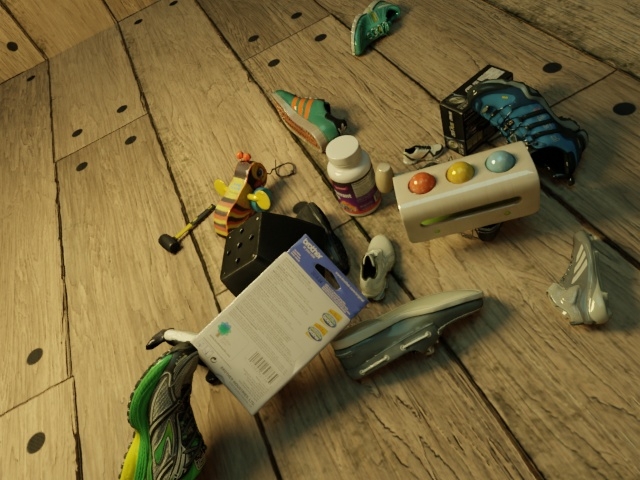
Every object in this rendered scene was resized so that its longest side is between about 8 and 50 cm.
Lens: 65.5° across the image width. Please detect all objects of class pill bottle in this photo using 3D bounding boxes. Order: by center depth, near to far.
[{"bbox_3d":[0.078,-0.158,1.215,0.108,0.193,0.108,-11,49,13],"label":"pill bottle"}]

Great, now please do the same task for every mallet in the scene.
[{"bbox_3d":[-0.379,-0.043,1.415,0.062,0.039,0.190,23,60,30],"label":"mallet"}]

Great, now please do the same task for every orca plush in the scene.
[{"bbox_3d":[-0.257,0.260,1.078,0.287,0.151,0.102,4,86,18],"label":"orca plush"}]

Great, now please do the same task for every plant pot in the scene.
[{"bbox_3d":[-0.112,0.046,1.098,0.188,0.167,0.187,-30,44,34],"label":"plant pot"}]

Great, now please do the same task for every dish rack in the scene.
[{"bbox_3d":[0.320,-0.113,1.165,0.271,0.074,0.208,21,62,34],"label":"dish rack"}]

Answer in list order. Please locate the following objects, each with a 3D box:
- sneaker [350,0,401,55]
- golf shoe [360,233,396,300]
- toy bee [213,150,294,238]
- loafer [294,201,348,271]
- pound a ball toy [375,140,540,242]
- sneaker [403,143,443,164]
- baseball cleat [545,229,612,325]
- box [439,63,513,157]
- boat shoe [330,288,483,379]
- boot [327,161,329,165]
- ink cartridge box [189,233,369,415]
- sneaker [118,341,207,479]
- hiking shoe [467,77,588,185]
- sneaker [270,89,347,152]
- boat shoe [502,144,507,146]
[{"bbox_3d":[0.184,-0.736,1.706,0.110,0.107,0.275,22,63,23],"label":"sneaker"},{"bbox_3d":[0.125,0.044,1.108,0.069,0.086,0.176,-5,50,20],"label":"golf shoe"},{"bbox_3d":[-0.209,-0.154,1.351,0.195,0.162,0.298,-3,52,22],"label":"toy bee"},{"bbox_3d":[0.000,0.000,1.207,0.078,0.076,0.223,-38,49,11],"label":"loafer"},{"bbox_3d":[0.273,-0.133,1.065,0.319,0.136,0.208,-14,49,13],"label":"pound a ball toy"},{"bbox_3d":[0.268,-0.232,1.302,0.109,0.044,0.040,-17,47,6],"label":"sneaker"},{"bbox_3d":[0.487,0.066,0.957,0.109,0.072,0.206,-10,46,22],"label":"baseball cleat"},{"bbox_3d":[0.397,-0.327,1.257,0.180,0.147,0.077,-39,49,-11],"label":"box"},{"bbox_3d":[0.181,0.182,0.990,0.319,0.116,0.099,-20,91,-3],"label":"boat shoe"},{"bbox_3d":[0.072,-0.227,1.382,0.087,0.042,0.118,9,58,20],"label":"boot"},{"bbox_3d":[-0.077,0.158,0.957,0.311,0.065,0.186,-44,83,3],"label":"ink cartridge box"},{"bbox_3d":[-0.266,0.351,0.924,0.146,0.134,0.344,14,102,17],"label":"sneaker"},{"bbox_3d":[0.461,-0.252,1.111,0.304,0.113,0.132,28,61,-2],"label":"hiking shoe"},{"bbox_3d":[-0.035,-0.382,1.507,0.121,0.108,0.302,-36,57,-10],"label":"sneaker"},{"bbox_3d":[0.472,-0.195,1.194,0.046,0.038,0.125,-21,48,4],"label":"boat shoe"}]
